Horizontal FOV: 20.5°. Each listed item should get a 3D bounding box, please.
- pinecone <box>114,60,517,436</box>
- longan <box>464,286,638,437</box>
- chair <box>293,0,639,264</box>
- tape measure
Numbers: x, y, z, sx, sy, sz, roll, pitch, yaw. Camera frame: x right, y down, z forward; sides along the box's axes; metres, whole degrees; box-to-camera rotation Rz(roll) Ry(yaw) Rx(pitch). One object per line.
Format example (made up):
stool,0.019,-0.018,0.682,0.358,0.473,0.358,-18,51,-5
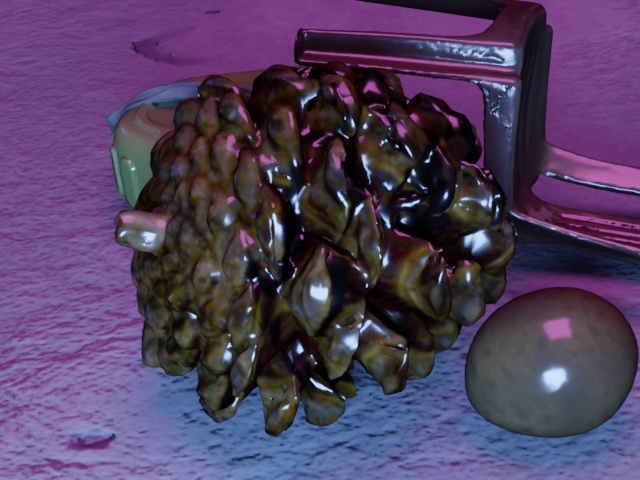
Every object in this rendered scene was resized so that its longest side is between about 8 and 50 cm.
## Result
pinecone,0.000,-0.006,1.102,0.257,0.243,0.243,-20,31,-10
longan,0.141,0.075,1.093,0.113,0.092,0.113,-24,14,6
chair,0.160,-0.073,1.268,0.326,0.183,0.175,4,23,14
tape measure,-0.076,-0.077,1.381,0.200,0.106,0.175,-2,25,5
